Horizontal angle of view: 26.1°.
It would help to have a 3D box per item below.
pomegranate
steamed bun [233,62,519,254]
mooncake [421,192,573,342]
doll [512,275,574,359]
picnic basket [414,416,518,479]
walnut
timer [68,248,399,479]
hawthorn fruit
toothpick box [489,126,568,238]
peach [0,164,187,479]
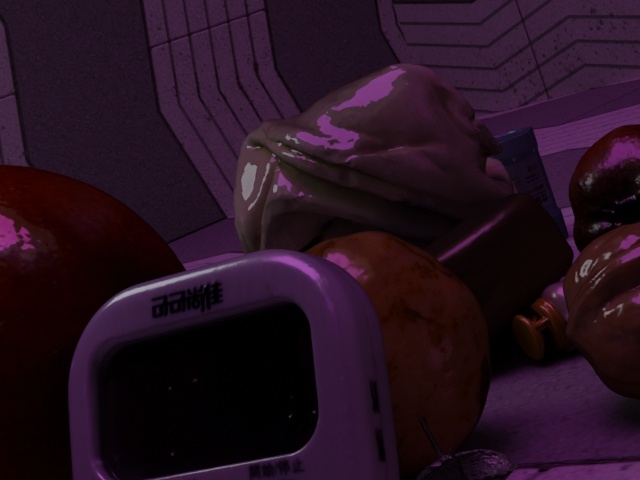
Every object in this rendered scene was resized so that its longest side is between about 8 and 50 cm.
[{"bbox_3d":[0.029,0.107,1.107,0.215,0.215,0.215,-20,7,3],"label":"pomegranate"},{"bbox_3d":[0.068,-0.004,1.617,0.346,0.238,0.394,5,-33,-13],"label":"steamed bun"},{"bbox_3d":[0.150,0.047,1.383,0.234,0.117,0.235,-32,0,0],"label":"mooncake"},{"bbox_3d":[0.248,0.069,1.286,0.127,0.073,0.084,-27,42,-16],"label":"doll"},{"bbox_3d":[0.094,0.162,0.934,0.083,0.083,0.065,-23,13,-4],"label":"picnic basket"},{"bbox_3d":[0.270,0.052,1.065,0.166,0.149,0.167,-11,42,10],"label":"walnut"},{"bbox_3d":[-0.062,0.137,0.982,0.262,0.237,0.087,-15,-19,31],"label":"timer"},{"bbox_3d":[0.352,-0.045,1.479,0.169,0.169,0.188,-16,6,30],"label":"hawthorn fruit"},{"bbox_3d":[0.258,-0.062,1.833,0.101,0.153,0.101,-20,7,3],"label":"toothpick box"},{"bbox_3d":[-0.274,0.106,1.216,0.388,0.388,0.388,-20,7,3],"label":"peach"}]
